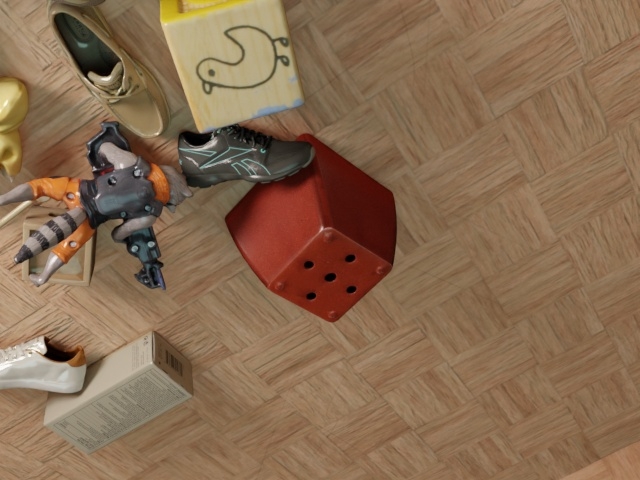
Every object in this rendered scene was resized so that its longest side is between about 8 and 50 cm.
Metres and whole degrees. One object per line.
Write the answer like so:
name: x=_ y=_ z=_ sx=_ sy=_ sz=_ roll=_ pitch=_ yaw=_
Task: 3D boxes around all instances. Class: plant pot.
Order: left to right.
plant pot: x=0.000 y=0.000 z=1.485 sx=0.267 sy=0.235 sz=0.267 roll=31 pitch=115 yaw=-32

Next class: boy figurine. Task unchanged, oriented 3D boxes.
boy figurine: x=-0.606 y=-0.172 z=1.300 sx=0.177 sy=0.092 sz=0.285 roll=27 pitch=117 yaw=-29

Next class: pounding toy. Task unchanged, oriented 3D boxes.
pounding toy: x=-0.528 y=-0.029 z=1.436 sx=0.181 sy=0.094 sz=0.206 roll=7 pitch=117 yaw=-12

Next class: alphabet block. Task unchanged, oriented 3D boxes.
alphabet block: x=-0.145 y=-0.325 z=1.224 sx=0.193 sy=0.193 sz=0.197 roll=-17 pitch=129 yaw=-2

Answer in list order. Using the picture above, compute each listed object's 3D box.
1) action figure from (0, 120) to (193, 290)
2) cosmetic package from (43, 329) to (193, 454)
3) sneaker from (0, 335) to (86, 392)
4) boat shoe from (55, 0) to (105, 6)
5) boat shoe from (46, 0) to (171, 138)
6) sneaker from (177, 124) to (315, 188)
action figure: x=-0.378 y=-0.025 z=1.339 sx=0.330 sy=0.178 sz=0.341 roll=-27 pitch=110 yaw=-15
cosmetic package: x=-0.468 y=0.358 z=1.735 sx=0.310 sy=0.113 sz=0.160 roll=-29 pitch=128 yaw=11
sneaker: x=-0.664 y=0.257 z=1.633 sx=0.290 sy=0.106 sz=0.123 roll=7 pitch=108 yaw=-22
boat shoe: x=-0.462 y=-0.467 z=1.076 sx=0.355 sy=0.132 sz=0.130 roll=24 pitch=117 yaw=-28
boat shoe: x=-0.359 y=-0.281 z=1.267 sx=0.109 sy=0.098 sz=0.302 roll=-25 pitch=129 yaw=7
sneaker: x=-0.144 y=-0.165 z=1.388 sx=0.268 sy=0.101 sz=0.106 roll=-6 pitch=116 yaw=11
